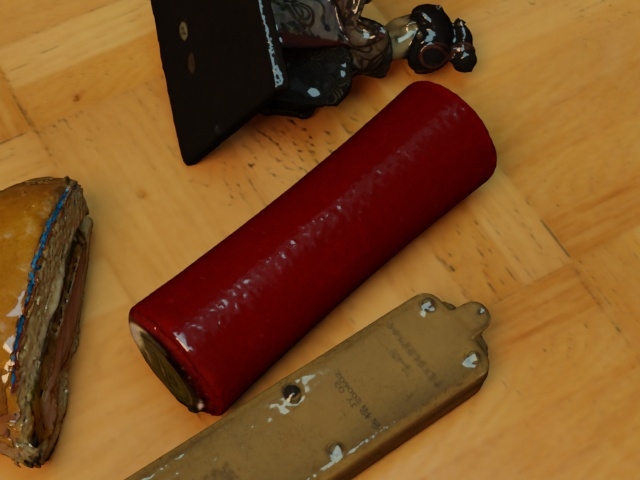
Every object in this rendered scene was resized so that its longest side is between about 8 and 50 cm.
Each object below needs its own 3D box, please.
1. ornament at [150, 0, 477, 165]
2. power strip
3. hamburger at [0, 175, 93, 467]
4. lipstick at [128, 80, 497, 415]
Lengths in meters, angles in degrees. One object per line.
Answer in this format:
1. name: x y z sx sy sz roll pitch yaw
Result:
1. ornament: 0.008 -0.144 0.770 0.196 0.166 0.153 -6 81 -28
2. power strip: -0.030 0.121 0.660 0.305 0.044 0.064 -31 66 -20
3. hamburger: -0.188 0.038 0.673 0.102 0.087 0.176 5 62 -2
4. lipstick: 0.000 0.000 0.709 0.241 0.080 0.080 -39 69 -22
